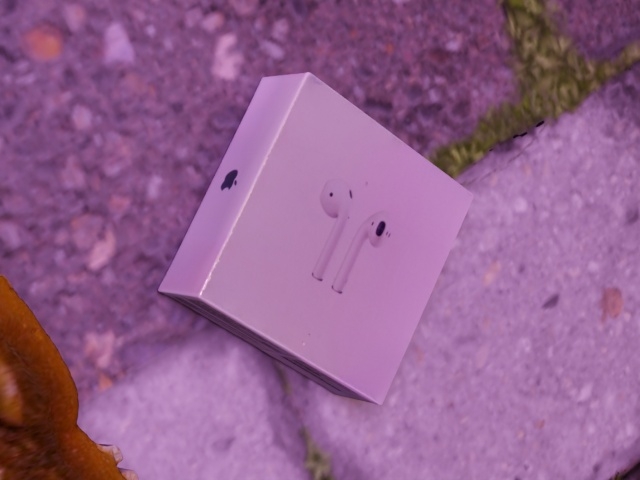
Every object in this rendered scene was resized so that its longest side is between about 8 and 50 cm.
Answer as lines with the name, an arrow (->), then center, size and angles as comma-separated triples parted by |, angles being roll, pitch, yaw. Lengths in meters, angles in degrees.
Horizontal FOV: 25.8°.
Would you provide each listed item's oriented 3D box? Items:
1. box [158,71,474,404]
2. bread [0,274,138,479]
box -> 0.000, 0.000, 0.743 | 0.130, 0.051, 0.129 | 34, 74, -32
bread -> -0.192, 0.100, 0.581 | 0.192, 0.110, 0.210 | -38, 113, -28
